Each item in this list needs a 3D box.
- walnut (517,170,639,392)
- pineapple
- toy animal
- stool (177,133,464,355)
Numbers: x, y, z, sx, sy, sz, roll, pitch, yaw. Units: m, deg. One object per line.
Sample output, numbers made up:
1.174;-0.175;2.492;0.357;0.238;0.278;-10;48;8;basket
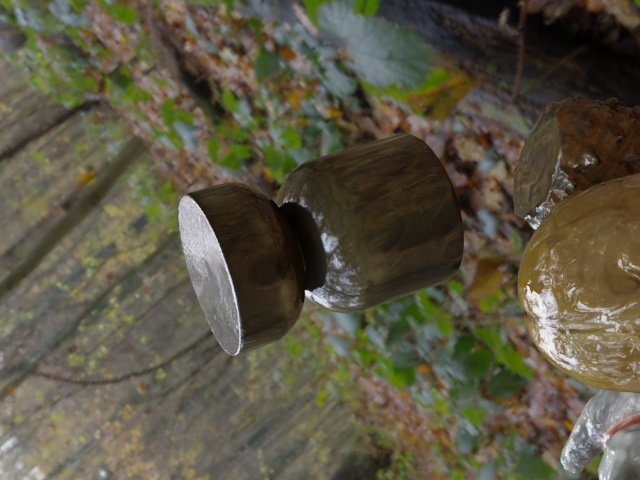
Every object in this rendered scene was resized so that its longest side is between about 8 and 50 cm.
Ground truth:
0.286;0.033;0.870;0.193;0.226;0.193;48;-152;-36;walnut
0.383;-0.057;1.042;0.340;0.169;0.169;8;179;-7;pineapple
0.519;0.269;1.340;0.308;0.266;0.188;20;-170;4;toy animal
0.000;0.000;1.082;0.179;0.264;0.179;163;90;-71;stool
